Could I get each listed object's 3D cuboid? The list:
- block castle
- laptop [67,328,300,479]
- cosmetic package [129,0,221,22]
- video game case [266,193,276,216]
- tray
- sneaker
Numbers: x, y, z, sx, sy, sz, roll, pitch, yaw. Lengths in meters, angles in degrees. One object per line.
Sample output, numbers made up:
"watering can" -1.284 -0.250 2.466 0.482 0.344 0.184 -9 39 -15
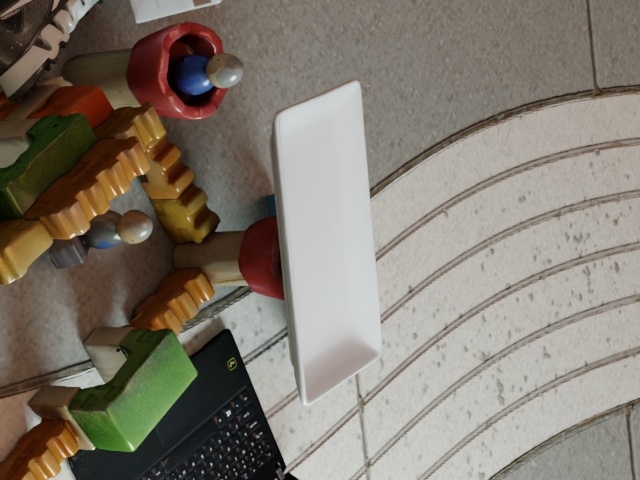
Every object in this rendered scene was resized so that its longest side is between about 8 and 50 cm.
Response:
"block castle" -0.193 0.044 1.543 0.453 0.213 0.303 -49 123 -35
"laptop" -0.072 0.254 1.722 0.234 0.136 0.264 -39 116 -41
"cosmetic package" -0.129 -0.274 1.627 0.231 0.085 0.117 -75 151 -74
"video game case" -0.028 0.043 1.807 0.015 0.119 0.166 -12 101 -2
"tray" 0.000 0.000 1.638 0.145 0.030 0.270 -29 119 -55
"sneaker" -0.243 -0.228 1.594 0.106 0.078 0.234 42 46 -15
